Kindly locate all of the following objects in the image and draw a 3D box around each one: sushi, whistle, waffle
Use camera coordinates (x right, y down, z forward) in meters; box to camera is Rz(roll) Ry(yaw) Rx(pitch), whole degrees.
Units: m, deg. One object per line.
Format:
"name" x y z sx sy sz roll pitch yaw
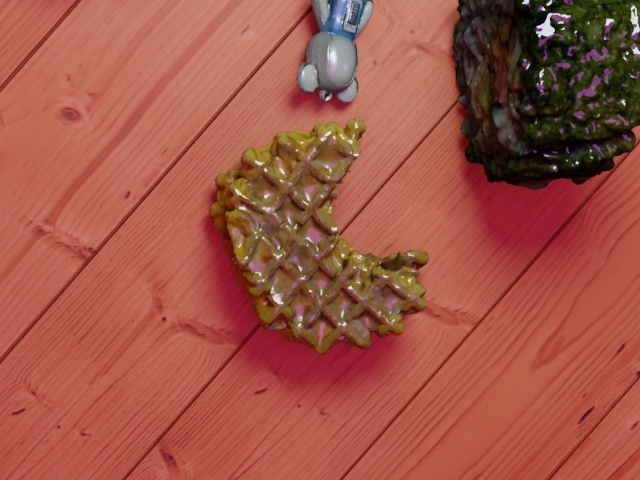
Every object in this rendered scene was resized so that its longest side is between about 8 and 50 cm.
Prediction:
"sushi" 0.297 -0.217 1.746 0.178 0.352 0.294 -4 98 -10
"whistle" 0.024 -0.313 1.840 0.114 0.077 0.236 10 90 -38
"waffle" 0.000 0.000 1.837 0.261 0.151 0.324 -27 96 1
